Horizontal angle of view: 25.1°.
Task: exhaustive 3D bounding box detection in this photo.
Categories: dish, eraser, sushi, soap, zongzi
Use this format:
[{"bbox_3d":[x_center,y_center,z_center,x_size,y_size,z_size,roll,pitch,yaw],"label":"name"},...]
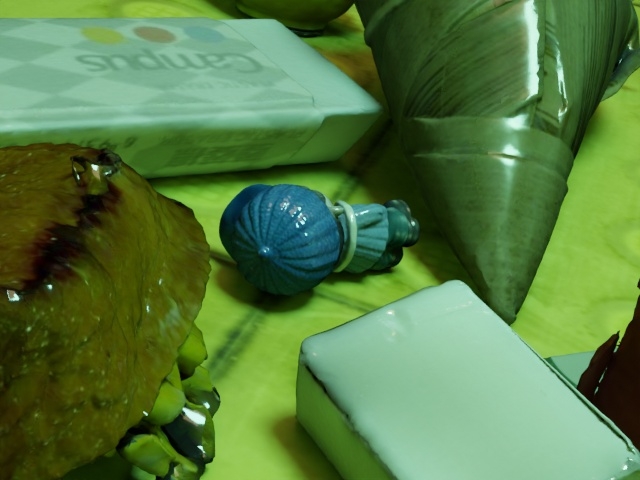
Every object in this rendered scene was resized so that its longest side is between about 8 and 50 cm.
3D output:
[{"bbox_3d":[-0.028,-0.259,1.456,0.208,0.080,0.149,17,23,9],"label":"dish"},{"bbox_3d":[-0.170,-0.108,1.086,0.397,0.082,0.213,-6,35,-35],"label":"eraser"},{"bbox_3d":[-0.145,0.051,0.733,0.167,0.179,0.296,-3,24,3],"label":"sushi"},{"bbox_3d":[0.074,0.105,0.780,0.121,0.063,0.183,-21,40,-20],"label":"soap"},{"bbox_3d":[0.182,-0.099,1.261,0.218,0.466,0.500,-9,-18,23],"label":"zongzi"}]

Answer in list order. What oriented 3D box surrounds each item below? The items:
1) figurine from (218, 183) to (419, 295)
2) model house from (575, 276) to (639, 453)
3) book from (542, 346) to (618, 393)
[{"bbox_3d":[0.000,0.000,0.986,0.149,0.086,0.087,5,50,-43],"label":"figurine"},{"bbox_3d":[0.300,0.095,0.787,0.254,0.160,0.196,-2,31,-32],"label":"model house"},{"bbox_3d":[0.215,0.131,0.877,0.264,0.027,0.202,-5,33,-34],"label":"book"}]
